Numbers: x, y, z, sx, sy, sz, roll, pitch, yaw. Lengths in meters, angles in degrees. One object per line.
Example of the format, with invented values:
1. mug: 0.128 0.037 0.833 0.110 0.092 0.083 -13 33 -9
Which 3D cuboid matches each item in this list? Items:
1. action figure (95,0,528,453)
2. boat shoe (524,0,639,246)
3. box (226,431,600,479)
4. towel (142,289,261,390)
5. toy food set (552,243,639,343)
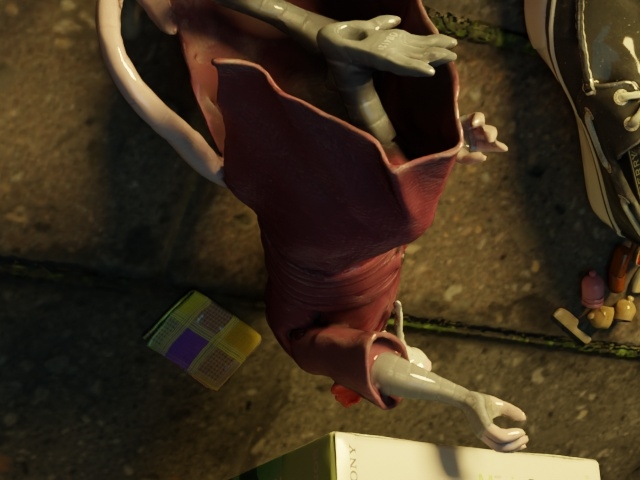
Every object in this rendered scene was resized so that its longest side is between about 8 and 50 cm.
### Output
1. action figure: 0.000 0.000 0.934 0.275 0.248 0.370 -2 136 -1
2. boat shoe: 0.238 -0.106 1.060 0.108 0.102 0.301 -27 127 -9
3. box: 0.022 0.218 1.060 0.232 0.058 0.322 11 152 -30
4. towel: -0.088 0.077 1.070 0.060 0.009 0.083 -45 127 5
5. toy food set: 0.261 0.037 1.208 0.122 0.019 0.078 -47 127 6
